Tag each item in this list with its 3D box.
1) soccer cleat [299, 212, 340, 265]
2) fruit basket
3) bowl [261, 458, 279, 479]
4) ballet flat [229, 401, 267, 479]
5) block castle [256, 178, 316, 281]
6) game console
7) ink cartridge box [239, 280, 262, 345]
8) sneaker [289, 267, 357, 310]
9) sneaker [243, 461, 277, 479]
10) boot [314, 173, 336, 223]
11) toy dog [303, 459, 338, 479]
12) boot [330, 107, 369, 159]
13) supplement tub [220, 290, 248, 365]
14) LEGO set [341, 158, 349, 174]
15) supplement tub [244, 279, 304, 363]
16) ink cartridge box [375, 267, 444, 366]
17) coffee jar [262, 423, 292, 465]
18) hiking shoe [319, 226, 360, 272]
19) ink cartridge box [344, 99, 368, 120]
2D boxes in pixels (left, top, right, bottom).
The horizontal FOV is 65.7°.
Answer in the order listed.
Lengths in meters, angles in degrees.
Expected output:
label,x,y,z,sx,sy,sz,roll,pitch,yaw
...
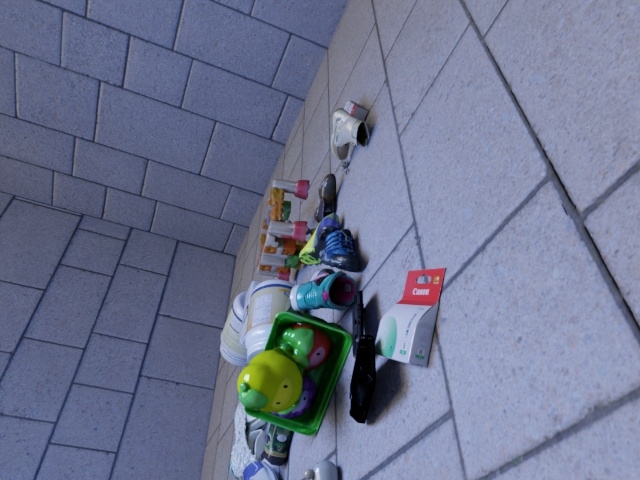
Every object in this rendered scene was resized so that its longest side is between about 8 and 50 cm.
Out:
label,x,y,z,sx,sy,sz,roll,pitch,yaw
soccer cleat,0.001,0.000,1.967,0.289,0.093,0.121,-53,15,49
fruit basket,-0.090,0.408,1.489,0.392,0.282,0.392,-161,90,-89
bowl,-0.198,0.870,1.823,0.142,0.053,0.142,-96,27,-51
ballet flat,-0.281,0.809,2.061,0.409,0.146,0.147,-101,31,-66
block castle,-0.145,-0.035,2.202,0.453,0.212,0.303,115,161,-56
game console,0.109,0.278,1.307,0.361,0.043,0.213,-87,2,-49
ink cartridge box,-0.235,0.338,2.197,0.278,0.201,0.117,-90,23,-45
sneaker,0.042,0.151,1.616,0.295,0.178,0.124,-28,-70,-62
sneaker,-0.233,0.867,1.625,0.127,0.182,0.315,-60,30,17
boot,0.037,-0.158,2.031,0.106,0.082,0.219,-128,46,-58
toy dog,-0.028,0.715,1.207,0.334,0.160,0.220,-114,43,-66
boot,0.116,-0.387,1.921,0.165,0.077,0.213,40,142,42
supplement tub,-0.355,0.436,2.447,0.235,0.235,0.325,-99,30,-57
LEGO set,0.106,-0.302,2.030,0.054,0.023,0.083,124,143,-52
supplement tub,-0.177,0.339,1.959,0.316,0.228,0.228,-89,22,-43
ink cartridge box,0.205,0.171,1.163,0.181,0.056,0.225,163,120,-71
coffee jar,-0.147,0.699,1.769,0.096,0.079,0.185,165,121,-69
hiking shoe,0.064,0.023,1.669,0.304,0.113,0.132,-152,78,-74
ink cartridge box,0.136,-0.506,2.044,0.150,0.063,0.109,-108,37,-64
